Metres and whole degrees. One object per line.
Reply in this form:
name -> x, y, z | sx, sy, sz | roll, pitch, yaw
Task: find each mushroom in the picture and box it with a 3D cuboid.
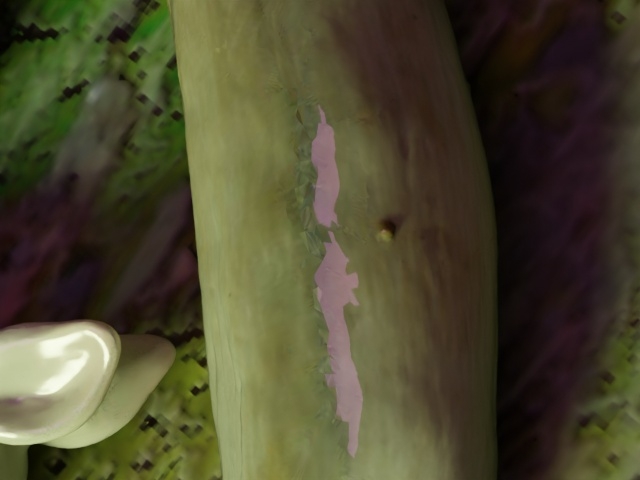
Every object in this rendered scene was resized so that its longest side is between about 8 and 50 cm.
mushroom -> 0.000, 0.000, 0.567 | 0.123, 0.095, 0.351 | -4, 84, 41

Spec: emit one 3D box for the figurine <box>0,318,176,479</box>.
figurine -> -0.166, 0.101, 0.605 | 0.235, 0.127, 0.155 | -7, 66, 18
